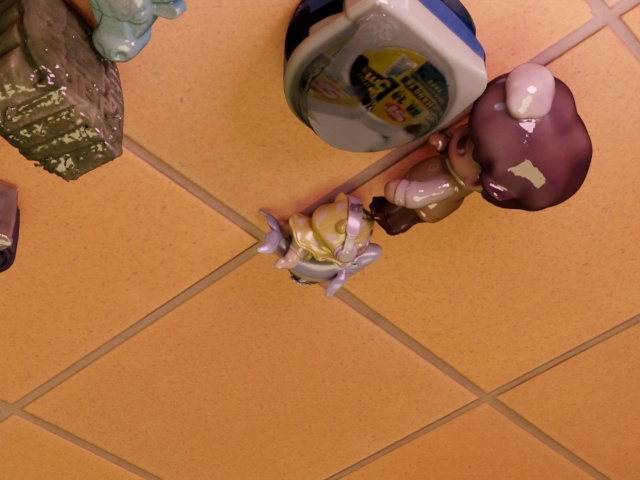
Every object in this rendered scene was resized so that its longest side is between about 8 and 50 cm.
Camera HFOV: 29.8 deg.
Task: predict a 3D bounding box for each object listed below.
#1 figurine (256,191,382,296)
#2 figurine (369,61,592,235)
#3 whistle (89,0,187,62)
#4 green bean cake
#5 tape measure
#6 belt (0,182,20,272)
[{"bbox_3d":[0.000,0.000,1.939,0.208,0.128,0.184,13,132,-14],"label":"figurine"},{"bbox_3d":[0.232,-0.134,1.790,0.365,0.206,0.218,-10,-176,41],"label":"figurine"},{"bbox_3d":[-0.246,-0.343,1.552,0.186,0.093,0.274,21,133,8],"label":"whistle"},{"bbox_3d":[-0.358,-0.214,1.578,0.125,0.222,0.227,-23,139,17],"label":"green bean cake"},{"bbox_3d":[0.075,-0.248,1.667,0.262,0.138,0.259,-35,130,27],"label":"tape measure"},{"bbox_3d":[-0.565,-0.032,1.821,0.230,0.126,0.139,30,128,-32],"label":"belt"}]
